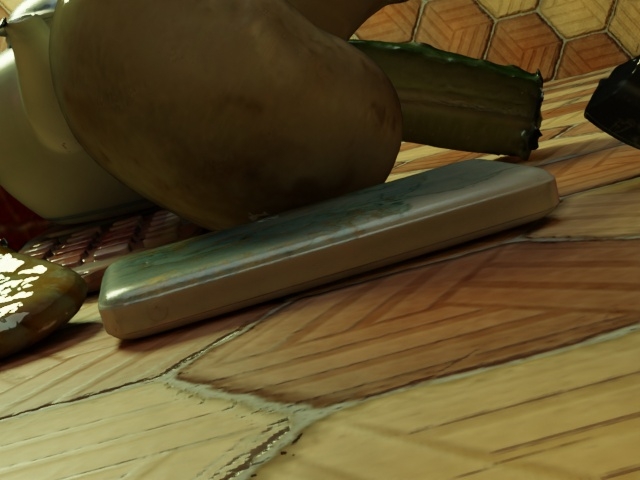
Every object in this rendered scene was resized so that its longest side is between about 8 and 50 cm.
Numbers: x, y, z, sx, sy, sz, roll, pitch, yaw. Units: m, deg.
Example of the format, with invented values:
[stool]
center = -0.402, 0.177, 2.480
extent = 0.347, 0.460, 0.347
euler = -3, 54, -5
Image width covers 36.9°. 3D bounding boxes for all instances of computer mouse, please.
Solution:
[computer mouse]
center = 0.293, -0.093, 0.651
extent = 0.231, 0.071, 0.126
euler = -5, -7, -5

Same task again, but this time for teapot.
[teapot]
center = -0.239, -0.166, 1.001
extent = 0.253, 0.279, 0.424
euler = -13, 9, 2

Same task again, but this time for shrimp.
[shrimp]
center = -0.280, 0.048, 0.693
extent = 0.169, 0.058, 0.296
euler = -23, 20, -31

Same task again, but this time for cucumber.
[cucumber]
center = 0.060, -0.154, 0.998
extent = 0.326, 0.105, 0.145
euler = 7, 7, 2

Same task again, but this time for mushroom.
[mushroom]
center = -0.057, -0.153, 0.773
extent = 0.290, 0.298, 0.297
euler = -60, 15, -4

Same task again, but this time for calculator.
[calculator]
center = -0.202, 0.010, 0.920
extent = 0.220, 0.048, 0.329
euler = -13, 10, -2

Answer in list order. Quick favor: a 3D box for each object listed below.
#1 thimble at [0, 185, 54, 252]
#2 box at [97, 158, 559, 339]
[thimble]
center = -0.473, -0.076, 1.201
extent = 0.351, 0.230, 0.350
euler = -3, 5, 0
[box]
center = 0.000, 0.000, 0.620
extent = 0.285, 0.044, 0.142
euler = -16, 12, -9
